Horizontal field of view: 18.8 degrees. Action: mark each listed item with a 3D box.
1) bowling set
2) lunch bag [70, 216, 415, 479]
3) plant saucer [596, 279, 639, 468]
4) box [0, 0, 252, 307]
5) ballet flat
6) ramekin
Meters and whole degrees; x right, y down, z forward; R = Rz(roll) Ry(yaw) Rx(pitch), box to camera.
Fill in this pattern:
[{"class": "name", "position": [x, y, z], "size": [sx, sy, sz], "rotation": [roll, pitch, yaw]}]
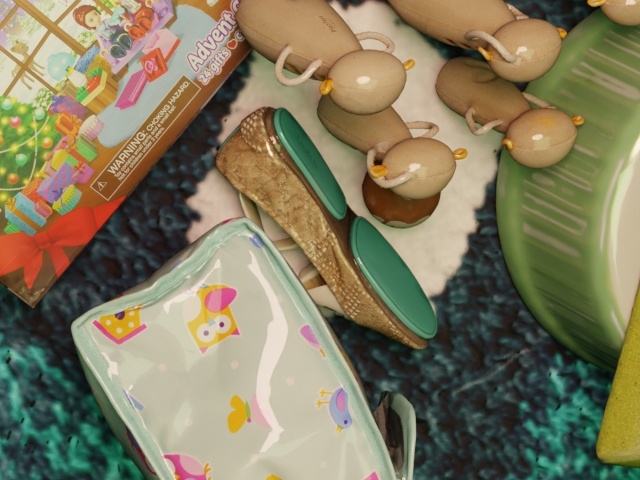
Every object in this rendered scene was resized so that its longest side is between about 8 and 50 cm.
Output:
[{"class": "bowling set", "position": [0.096, -0.082, 1.247], "size": [0.287, 0.154, 0.200], "rotation": [-19, 124, -23]}, {"class": "lunch bag", "position": [-0.029, 0.125, 1.212], "size": [0.160, 0.223, 0.262], "rotation": [-35, 90, -5]}, {"class": "plant saucer", "position": [0.291, 0.075, 1.251], "size": [0.188, 0.045, 0.188], "rotation": [9, 102, -16]}, {"class": "box", "position": [-0.169, -0.131, 1.228], "size": [0.201, 0.057, 0.293], "rotation": [39, 92, -20]}, {"class": "ballet flat", "position": [0.000, 0.000, 1.312], "size": [0.067, 0.073, 0.206], "rotation": [-28, 109, 23]}, {"class": "ramekin", "position": [0.287, -0.025, 1.328], "size": [0.303, 0.148, 0.303], "rotation": [-4, 105, -14]}]
